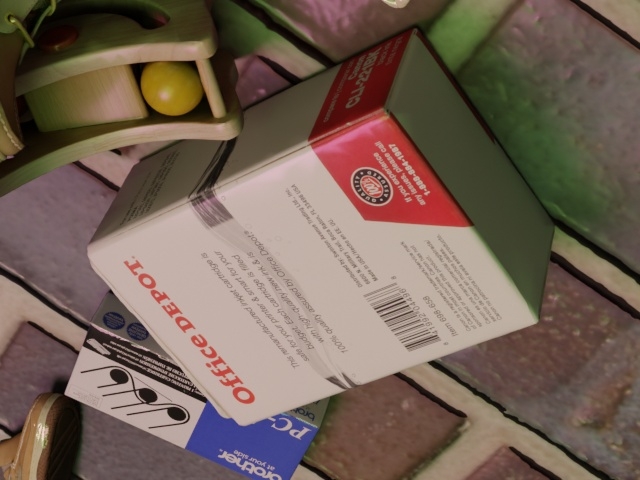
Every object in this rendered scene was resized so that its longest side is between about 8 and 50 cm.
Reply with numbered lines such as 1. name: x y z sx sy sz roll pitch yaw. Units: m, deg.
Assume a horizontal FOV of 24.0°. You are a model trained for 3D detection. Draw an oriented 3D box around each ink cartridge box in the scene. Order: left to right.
1. ink cartridge box: -0.104 0.129 1.271 0.207 0.046 0.097 24 131 -2
2. ink cartridge box: 0.000 0.000 1.090 0.273 0.114 0.197 -23 118 30

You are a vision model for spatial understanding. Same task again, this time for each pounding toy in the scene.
1. pounding toy: -0.193 -0.131 1.019 0.269 0.154 0.155 -3 129 19

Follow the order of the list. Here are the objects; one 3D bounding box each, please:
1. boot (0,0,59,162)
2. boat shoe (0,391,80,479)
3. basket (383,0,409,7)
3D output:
1. boot: -0.164 -0.163 0.949 0.165 0.213 0.077 -12 164 -3
2. boat shoe: -0.266 0.201 1.371 0.072 0.068 0.190 25 132 13
3. basket: 0.051 -0.228 0.864 0.113 0.167 0.103 33 136 -8
